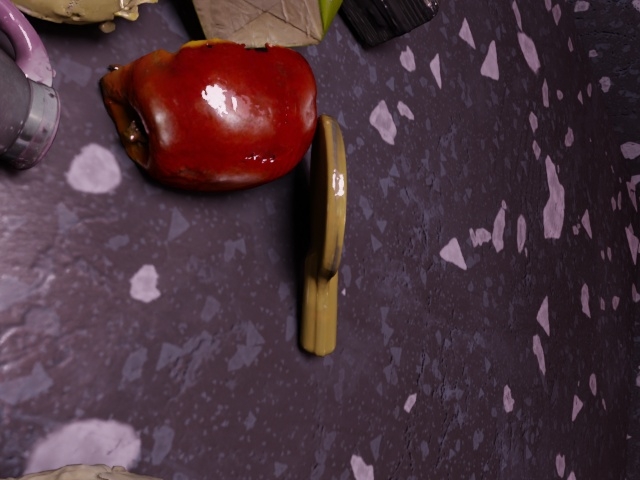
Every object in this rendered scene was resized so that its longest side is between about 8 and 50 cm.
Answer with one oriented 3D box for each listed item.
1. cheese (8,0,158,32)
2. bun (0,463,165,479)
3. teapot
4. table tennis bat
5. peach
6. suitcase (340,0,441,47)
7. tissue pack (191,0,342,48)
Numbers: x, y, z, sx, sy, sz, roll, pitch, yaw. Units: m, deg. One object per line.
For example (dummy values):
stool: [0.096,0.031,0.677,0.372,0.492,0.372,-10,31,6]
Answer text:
cheese: [-0.272,-0.335,0.426,0.316,0.128,0.260,44,64,-27]
bun: [-0.216,0.322,0.319,0.359,0.210,0.360,18,68,-55]
teapot: [-0.290,-0.125,0.393,0.146,0.116,0.148,24,39,-55]
table tennis bat: [0.000,0.000,0.644,0.050,0.198,0.321,-1,103,-9]
peach: [-0.086,-0.137,0.570,0.267,0.158,0.154,-17,102,-48]
suitcase: [0.074,-0.516,0.779,0.335,0.152,0.230,45,51,-32]
tissue pack: [-0.047,-0.386,0.573,0.200,0.167,0.275,76,25,-48]
